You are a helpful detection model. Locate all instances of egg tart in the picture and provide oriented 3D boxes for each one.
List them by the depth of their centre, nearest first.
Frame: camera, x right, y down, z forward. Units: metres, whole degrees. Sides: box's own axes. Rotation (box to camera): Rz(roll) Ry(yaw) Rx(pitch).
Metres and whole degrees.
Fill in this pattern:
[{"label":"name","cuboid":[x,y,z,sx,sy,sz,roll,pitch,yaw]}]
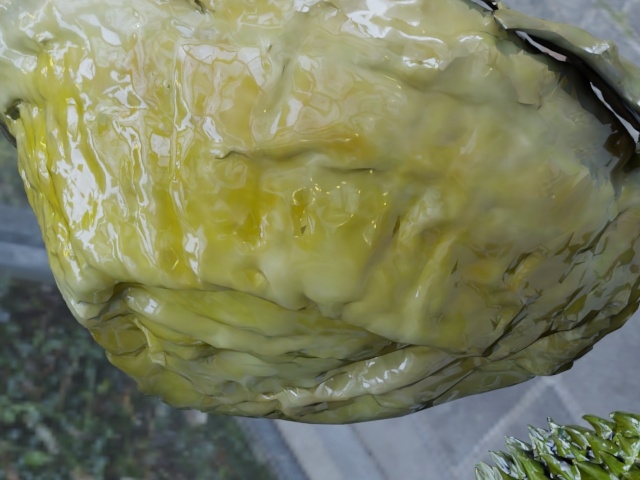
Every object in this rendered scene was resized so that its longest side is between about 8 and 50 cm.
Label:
[{"label":"egg tart","cuboid":[0.000,0.000,0.442,0.252,0.232,0.098,139,145,-68]}]

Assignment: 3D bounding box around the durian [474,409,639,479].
[{"label":"durian","cuboid":[0.228,0.176,0.837,0.356,0.169,0.157,1,72,24]}]
